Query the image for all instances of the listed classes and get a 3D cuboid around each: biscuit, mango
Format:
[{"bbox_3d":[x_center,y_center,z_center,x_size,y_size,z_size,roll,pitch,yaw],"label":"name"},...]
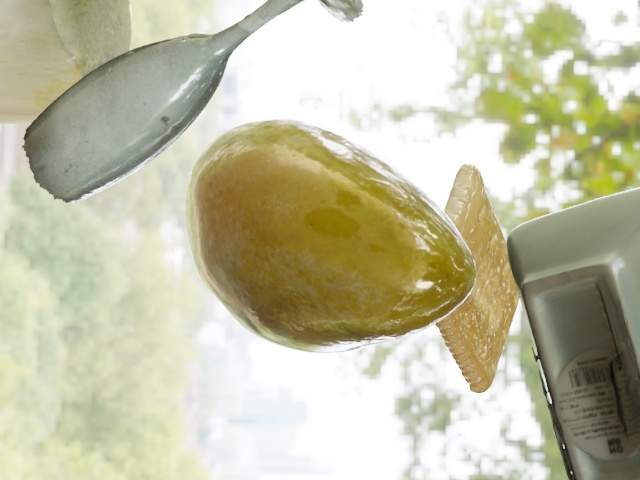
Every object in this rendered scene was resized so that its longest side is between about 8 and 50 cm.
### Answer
[{"bbox_3d":[0.164,0.044,1.700,0.249,0.030,0.160,61,44,-54],"label":"biscuit"},{"bbox_3d":[0.000,0.000,1.442,0.384,0.199,0.221,22,-30,57],"label":"mango"}]

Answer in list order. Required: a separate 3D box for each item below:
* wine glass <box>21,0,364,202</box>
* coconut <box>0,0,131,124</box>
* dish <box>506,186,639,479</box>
[{"bbox_3d":[-0.072,-0.089,0.837,0.066,0.198,0.066,39,34,-33],"label":"wine glass"},{"bbox_3d":[-0.251,-0.184,1.034,0.239,0.244,0.239,178,-90,-70],"label":"coconut"},{"bbox_3d":[0.209,0.093,1.129,0.182,0.080,0.243,-18,-92,46],"label":"dish"}]
